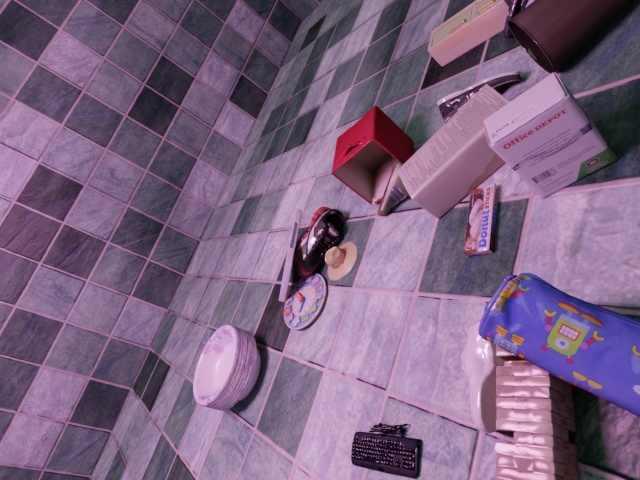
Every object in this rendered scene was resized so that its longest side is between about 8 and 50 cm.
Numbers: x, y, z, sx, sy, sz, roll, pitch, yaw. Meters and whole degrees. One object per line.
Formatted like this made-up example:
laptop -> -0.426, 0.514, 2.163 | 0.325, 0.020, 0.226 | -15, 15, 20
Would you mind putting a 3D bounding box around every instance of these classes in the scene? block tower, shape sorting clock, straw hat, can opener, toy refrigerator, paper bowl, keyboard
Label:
block tower -> 0.338, 0.309, 0.635 | 0.091, 0.097, 0.336 | -22, 48, 47
shape sorting clock -> -0.057, 0.204, 1.376 | 0.206, 0.040, 0.206 | -37, 37, 35
straw hat -> 0.050, 0.056, 1.324 | 0.144, 0.061, 0.145 | -38, 36, 34
can opener -> 0.546, -0.658, 1.116 | 0.186, 0.059, 0.073 | 89, 160, -43
toy refrigerator -> 0.480, -0.686, 1.290 | 0.269, 0.094, 0.102 | -15, 52, 50
paper bowl -> -0.322, 0.458, 1.447 | 0.284, 0.148, 0.284 | -37, 37, 34
keyboard -> 0.131, 0.448, 0.883 | 0.192, 0.038, 0.100 | -22, 47, 46

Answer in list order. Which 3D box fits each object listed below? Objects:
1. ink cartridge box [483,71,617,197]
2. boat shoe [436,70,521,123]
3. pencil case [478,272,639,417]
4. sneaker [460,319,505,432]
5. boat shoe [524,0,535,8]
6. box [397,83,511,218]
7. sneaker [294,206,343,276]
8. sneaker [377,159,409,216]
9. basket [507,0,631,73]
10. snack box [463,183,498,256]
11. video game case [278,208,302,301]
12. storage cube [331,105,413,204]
ink cartridge box -> 0.447, -0.198, 0.796 | 0.153, 0.208, 0.087 | -33, 39, 38
boat shoe -> 0.446, -0.399, 1.131 | 0.233, 0.084, 0.079 | -16, 89, 42
pencil case -> 0.387, 0.148, 0.563 | 0.306, 0.119, 0.133 | 25, 100, 33
sneaker -> 0.304, 0.254, 0.770 | 0.094, 0.080, 0.212 | -38, 28, 53
boat shoe -> 0.625, -0.685, 1.072 | 0.268, 0.096, 0.088 | -54, 26, 8
box -> 0.361, -0.221, 1.034 | 0.311, 0.121, 0.148 | -44, 34, 26
sneaker -> 0.000, 0.000, 1.402 | 0.135, 0.097, 0.276 | -4, 56, 56
sneaker -> 0.236, -0.142, 1.207 | 0.064, 0.086, 0.192 | -71, -3, -51
basket -> 0.592, -0.536, 0.940 | 0.227, 0.154, 0.204 | -38, 37, 27
snack box -> 0.380, -0.049, 0.954 | 0.064, 0.022, 0.178 | -15, 51, 49
video game case -> -0.108, 0.050, 1.472 | 0.285, 0.025, 0.204 | -82, 5, -46
storage cube -> 0.169, -0.270, 1.285 | 0.183, 0.215, 0.193 | -34, 33, 38
